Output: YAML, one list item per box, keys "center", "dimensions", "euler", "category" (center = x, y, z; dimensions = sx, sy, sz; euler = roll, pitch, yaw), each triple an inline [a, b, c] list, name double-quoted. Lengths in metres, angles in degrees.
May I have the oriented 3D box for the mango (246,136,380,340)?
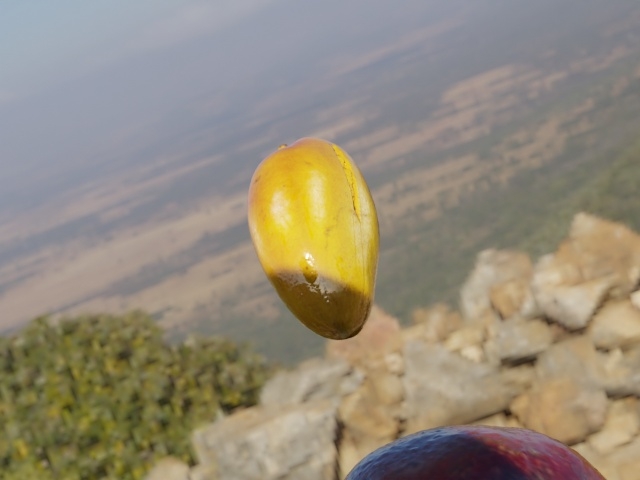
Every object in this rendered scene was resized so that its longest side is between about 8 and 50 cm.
- center: [0.000, 0.000, 0.597]
  dimensions: [0.046, 0.089, 0.060]
  euler: [-34, -38, 23]
  category: "mango"

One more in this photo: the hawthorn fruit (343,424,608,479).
- center: [0.075, 0.175, 0.856]
  dimensions: [0.169, 0.169, 0.188]
  euler: [-25, 9, -27]
  category: "hawthorn fruit"
